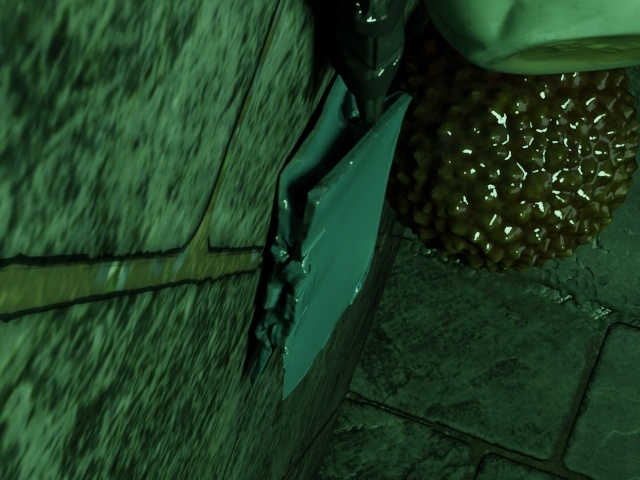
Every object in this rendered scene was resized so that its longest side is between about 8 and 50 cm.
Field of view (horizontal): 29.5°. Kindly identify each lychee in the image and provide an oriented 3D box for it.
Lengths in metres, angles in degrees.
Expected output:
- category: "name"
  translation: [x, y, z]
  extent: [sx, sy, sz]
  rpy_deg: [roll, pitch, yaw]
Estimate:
- category: "lychee"
  translation: [0.165, -0.099, 1.150]
  extent: [0.267, 0.267, 0.268]
  rpy_deg: [20, 90, -84]

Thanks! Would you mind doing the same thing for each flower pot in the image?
- category: "flower pot"
  translation: [0.169, -0.217, 0.801]
  extent: [0.246, 0.246, 0.195]
  rpy_deg: [24, 61, -84]

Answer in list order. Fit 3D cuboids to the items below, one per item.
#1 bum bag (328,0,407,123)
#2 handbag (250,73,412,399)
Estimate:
- category: "bum bag"
  translation: [0.023, -0.133, 0.686]
  extent: [0.198, 0.049, 0.087]
  rpy_deg: [88, -1, -72]
- category: "handbag"
  translation: [0.000, 0.000, 0.863]
  extent: [0.221, 0.057, 0.144]
  rpy_deg: [103, 13, -46]
